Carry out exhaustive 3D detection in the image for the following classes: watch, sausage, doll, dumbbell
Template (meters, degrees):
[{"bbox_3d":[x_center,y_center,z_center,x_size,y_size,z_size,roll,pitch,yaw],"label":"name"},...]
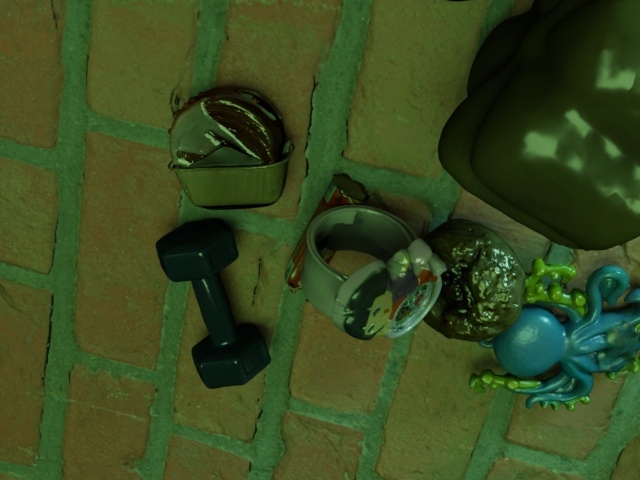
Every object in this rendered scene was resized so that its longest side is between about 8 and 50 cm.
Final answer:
[{"bbox_3d":[0.066,0.040,1.460,0.231,0.244,0.196,45,139,30],"label":"watch"},{"bbox_3d":[0.000,0.000,1.625,0.083,0.083,0.264,27,120,-3],"label":"sausage"},{"bbox_3d":[0.459,0.172,1.624,0.341,0.099,0.346,0,124,-2],"label":"doll"},{"bbox_3d":[-0.206,0.124,1.685,0.160,0.144,0.325,-9,115,13],"label":"dumbbell"}]

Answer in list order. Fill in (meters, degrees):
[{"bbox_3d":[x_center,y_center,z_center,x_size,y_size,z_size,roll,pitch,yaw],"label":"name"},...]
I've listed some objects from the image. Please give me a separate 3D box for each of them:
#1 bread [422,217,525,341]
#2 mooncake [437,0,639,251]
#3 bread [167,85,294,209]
[{"bbox_3d":[0.248,0.075,1.544,0.230,0.123,0.230,18,115,43],"label":"bread"},{"bbox_3d":[0.387,-0.220,1.227,0.262,0.467,0.467,34,117,-10],"label":"mooncake"},{"bbox_3d":[-0.162,-0.162,1.534,0.224,0.142,0.212,-2,119,13],"label":"bread"}]
